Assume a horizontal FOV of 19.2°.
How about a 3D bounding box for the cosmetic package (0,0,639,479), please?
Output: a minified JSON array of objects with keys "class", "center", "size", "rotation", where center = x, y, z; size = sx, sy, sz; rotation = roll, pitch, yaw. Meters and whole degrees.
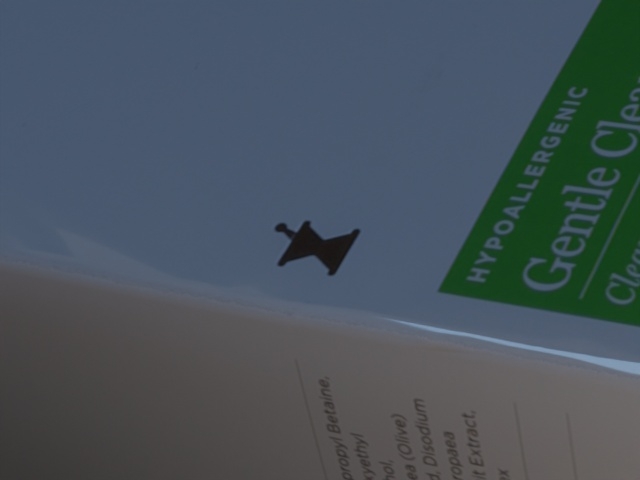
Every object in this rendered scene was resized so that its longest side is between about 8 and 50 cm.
[{"class":"cosmetic package","center":[0.000,0.000,0.507],"size":[0.366,0.155,0.197],"rotation":[9,46,25]}]
